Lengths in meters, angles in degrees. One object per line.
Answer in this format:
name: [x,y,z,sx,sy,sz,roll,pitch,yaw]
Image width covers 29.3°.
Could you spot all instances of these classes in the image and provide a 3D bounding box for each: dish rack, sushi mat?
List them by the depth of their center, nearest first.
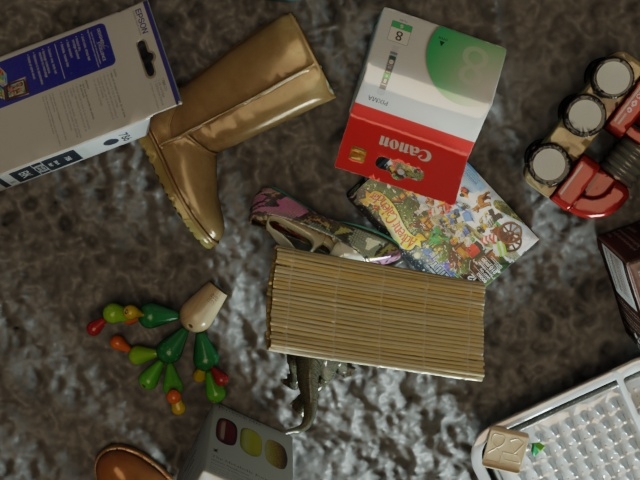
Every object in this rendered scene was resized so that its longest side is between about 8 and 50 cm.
sushi mat: [0.079,0.099,1.656,0.316,0.019,0.151,10,66,-18]
dish rack: [0.410,0.334,1.820,0.333,0.072,0.285,-26,104,4]

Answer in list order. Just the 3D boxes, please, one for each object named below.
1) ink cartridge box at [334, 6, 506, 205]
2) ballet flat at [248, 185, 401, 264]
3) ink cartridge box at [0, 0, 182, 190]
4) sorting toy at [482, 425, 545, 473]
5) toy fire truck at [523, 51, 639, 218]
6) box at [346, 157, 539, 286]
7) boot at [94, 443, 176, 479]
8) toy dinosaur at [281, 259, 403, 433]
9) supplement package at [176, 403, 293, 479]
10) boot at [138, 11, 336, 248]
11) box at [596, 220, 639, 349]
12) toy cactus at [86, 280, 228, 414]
ink cartridge box: [0.135,-0.182,1.658,0.181,0.056,0.225,18,77,-6]
ballet flat: [0.000,0.000,1.709,0.221,0.077,0.079,25,60,3]
ink cartridge box: [-0.353,-0.185,1.645,0.332,0.065,0.165,-20,75,5]
sorting toy: [0.280,0.304,1.770,0.083,0.012,0.062,12,98,0]
toy fire truck: [0.429,-0.112,1.690,0.246,0.158,0.217,36,100,1]
box: [0.173,-0.035,1.738,0.159,0.044,0.233,-43,101,8]
boot: [-0.255,0.436,1.740,0.109,0.220,0.283,-26,91,9]
toy dinosaur: [0.000,0.143,1.697,0.121,0.313,0.160,27,127,19]
supplement package: [-0.125,0.350,1.719,0.139,0.244,0.134,26,102,-8]
boot: [-0.101,-0.147,1.680,0.269,0.089,0.236,-28,101,4]
box: [0.520,0.052,1.705,0.203,0.168,0.167,-20,103,4]
toy cactus: [-0.205,0.137,1.749,0.219,0.112,0.180,38,90,-1]
